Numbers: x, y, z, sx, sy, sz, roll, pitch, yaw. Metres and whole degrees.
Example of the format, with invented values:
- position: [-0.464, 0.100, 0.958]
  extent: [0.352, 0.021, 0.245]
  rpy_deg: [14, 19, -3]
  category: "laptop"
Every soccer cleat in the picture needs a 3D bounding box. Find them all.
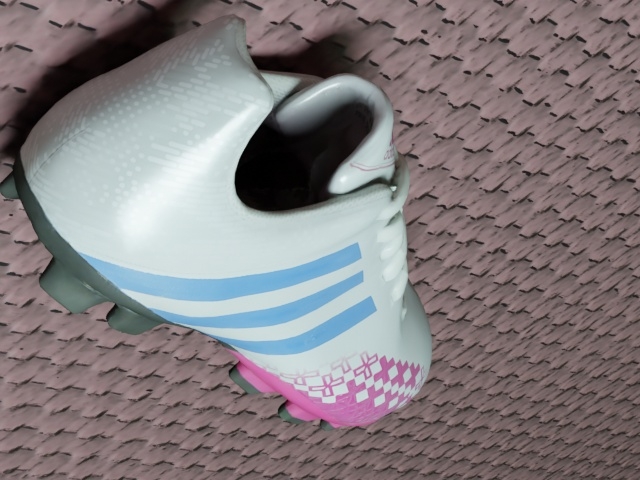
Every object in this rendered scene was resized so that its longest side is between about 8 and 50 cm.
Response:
- position: [0.000, 0.000, 0.827]
  extent: [0.143, 0.116, 0.331]
  rpy_deg: [-35, 153, 15]
  category: "soccer cleat"
